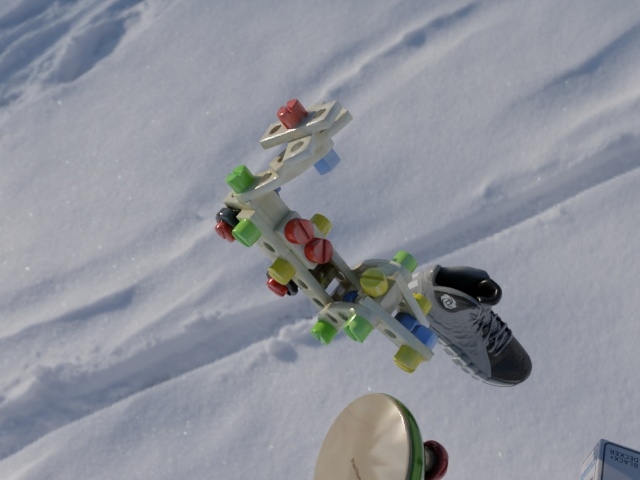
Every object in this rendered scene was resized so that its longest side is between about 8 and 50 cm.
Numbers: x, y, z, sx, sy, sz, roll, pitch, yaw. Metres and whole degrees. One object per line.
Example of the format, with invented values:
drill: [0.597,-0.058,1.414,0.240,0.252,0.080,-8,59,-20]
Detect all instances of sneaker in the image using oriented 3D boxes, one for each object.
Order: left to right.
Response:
sneaker: [0.215,0.110,0.953,0.228,0.132,0.086,35,57,-9]

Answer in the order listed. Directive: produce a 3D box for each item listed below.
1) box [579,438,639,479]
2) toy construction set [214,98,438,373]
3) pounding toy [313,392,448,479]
box: [0.393,0.411,0.879,0.169,0.087,0.290,16,50,9]
toy construction set: [0.000,0.000,0.838,0.151,0.328,0.215,-36,23,-27]
pounding toy: [0.086,0.308,0.857,0.183,0.110,0.237,-40,36,39]
